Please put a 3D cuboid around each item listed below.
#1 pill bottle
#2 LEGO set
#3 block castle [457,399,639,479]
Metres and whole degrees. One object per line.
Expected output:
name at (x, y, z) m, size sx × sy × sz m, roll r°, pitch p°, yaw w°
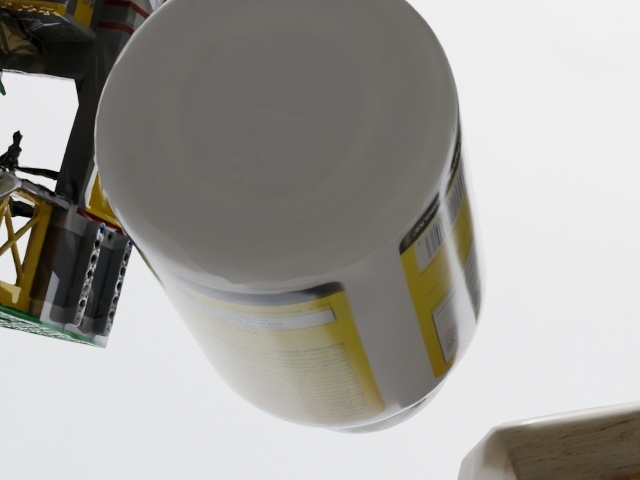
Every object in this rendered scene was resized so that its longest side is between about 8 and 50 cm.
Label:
pill bottle at (0.000, 0.000, 0.502) m, size 0.103 × 0.184 × 0.103 m, roll -4°, pitch -115°, yaw 8°
LEGO set at (-0.205, -0.089, 0.595) m, size 0.331 × 0.255 × 0.192 m, roll 8°, pitch -100°, yaw 31°
block castle at (0.195, 0.288, 0.552) m, size 0.212 × 0.303 × 0.453 m, roll -5°, pitch -73°, yaw -22°
